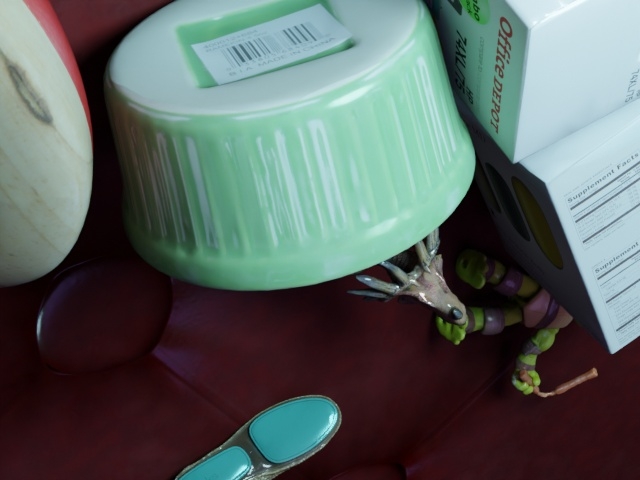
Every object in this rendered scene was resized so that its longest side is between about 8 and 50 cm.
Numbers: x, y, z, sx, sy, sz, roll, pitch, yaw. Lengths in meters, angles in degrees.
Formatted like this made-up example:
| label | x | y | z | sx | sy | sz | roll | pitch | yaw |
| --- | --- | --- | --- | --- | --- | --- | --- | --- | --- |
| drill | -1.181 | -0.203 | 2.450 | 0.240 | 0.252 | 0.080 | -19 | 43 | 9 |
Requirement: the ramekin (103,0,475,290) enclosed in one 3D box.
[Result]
| label | x | y | z | sx | sy | sz | roll | pitch | yaw |
| --- | --- | --- | --- | --- | --- | --- | --- | --- | --- |
| ramekin | -0.032 | -0.106 | 1.231 | 0.303 | 0.303 | 0.148 | -24 | 125 | -17 |

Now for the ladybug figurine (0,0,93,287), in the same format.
| label | x | y | z | sx | sy | sz | roll | pitch | yaw |
| --- | --- | --- | --- | --- | --- | --- | --- | --- | --- |
| ladybug figurine | -0.310 | -0.140 | 1.061 | 0.449 | 0.305 | 0.162 | 67 | 33 | -44 |

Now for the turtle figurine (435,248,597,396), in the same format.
| label | x | y | z | sx | sy | sz | roll | pitch | yaw |
| --- | --- | --- | --- | --- | --- | --- | --- | --- | --- |
| turtle figurine | 0.248 | 0.059 | 1.680 | 0.217 | 0.087 | 0.269 | 9 | 125 | -29 |

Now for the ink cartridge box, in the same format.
| label | x | y | z | sx | sy | sz | roll | pitch | yaw |
| --- | --- | --- | --- | --- | --- | --- | --- | --- | --- |
| ink cartridge box | 0.170 | -0.249 | 1.237 | 0.197 | 0.270 | 0.198 | -29 | 153 | -13 |

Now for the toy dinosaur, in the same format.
| label | x | y | z | sx | sy | sz | roll | pitch | yaw |
| --- | --- | --- | --- | --- | --- | --- | --- | --- | --- |
| toy dinosaur | 0.000 | 0.000 | 1.390 | 0.295 | 0.200 | 0.127 | -3 | 123 | -32 |

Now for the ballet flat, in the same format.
| label | x | y | z | sx | sy | sz | roll | pitch | yaw |
| --- | --- | --- | --- | --- | --- | --- | --- | --- | --- |
| ballet flat | -0.071 | 0.235 | 1.623 | 0.206 | 0.073 | 0.067 | -27 | 160 | -11 |

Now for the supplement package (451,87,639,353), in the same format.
| label | x | y | z | sx | sy | sz | roll | pitch | yaw |
| --- | --- | --- | --- | --- | --- | --- | --- | --- | --- |
| supplement package | 0.274 | -0.074 | 1.455 | 0.198 | 0.199 | 0.263 | -35 | 134 | -6 |
